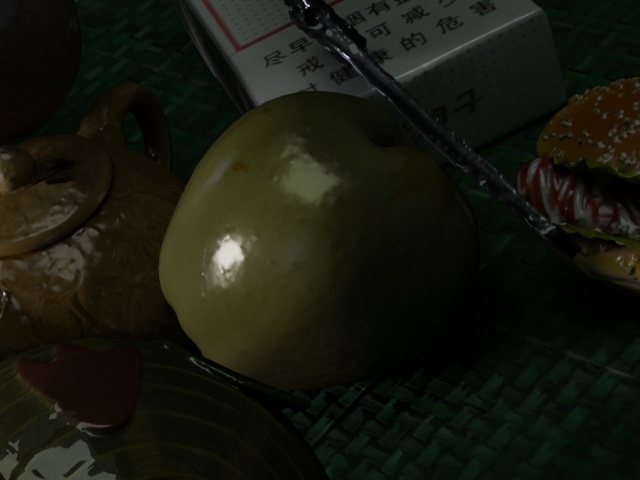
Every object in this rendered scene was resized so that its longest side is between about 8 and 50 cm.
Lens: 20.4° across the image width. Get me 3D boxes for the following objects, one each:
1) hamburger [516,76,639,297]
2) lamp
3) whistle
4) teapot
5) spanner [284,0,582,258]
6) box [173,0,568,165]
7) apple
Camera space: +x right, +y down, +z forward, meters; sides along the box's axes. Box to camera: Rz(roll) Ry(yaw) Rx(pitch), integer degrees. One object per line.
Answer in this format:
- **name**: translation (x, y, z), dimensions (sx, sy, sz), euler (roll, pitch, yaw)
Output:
- **hamburger**: translation (0.231, -0.032, 1.092), dimensions (0.210, 0.116, 0.173), euler (15, 47, 37)
- **lamp**: translation (-0.111, 0.173, 0.922), dimensions (0.250, 0.250, 0.284), euler (-38, 3, -21)
- **whistle**: translation (-0.292, -0.100, 1.249), dimensions (0.348, 0.189, 0.189), euler (-49, 39, 7)
- **teapot**: translation (-0.175, -0.006, 1.204), dimensions (0.203, 0.167, 0.311), euler (1, 42, 27)
- **spanner**: translation (0.059, -0.084, 1.139), dimensions (0.026, 0.093, 0.325), euler (-47, 50, 6)
- **box**: translation (0.021, -0.170, 1.373), dimensions (0.210, 0.095, 0.330), euler (-26, 40, -6)
- **apple**: translation (0.000, 0.000, 1.105), dimensions (0.200, 0.200, 0.200), euler (-13, 38, 10)
